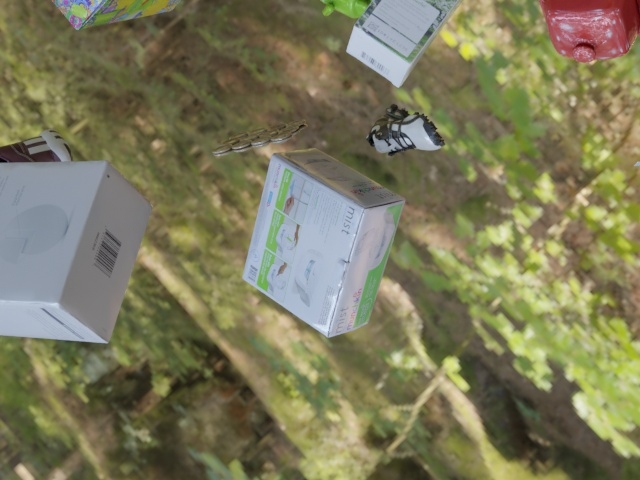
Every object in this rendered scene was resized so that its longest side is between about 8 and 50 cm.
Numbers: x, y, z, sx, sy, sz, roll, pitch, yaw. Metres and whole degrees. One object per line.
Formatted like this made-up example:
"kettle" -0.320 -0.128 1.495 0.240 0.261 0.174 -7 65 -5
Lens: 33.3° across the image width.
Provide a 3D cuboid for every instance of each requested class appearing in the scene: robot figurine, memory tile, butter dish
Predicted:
"robot figurine" 0.042 -0.415 1.789 0.115 0.101 0.067 33 176 23
"memory tile" -0.103 -0.175 1.827 0.113 0.148 0.012 -53 -51 -61
"butter dish" 0.394 -0.314 1.570 0.160 0.118 0.160 4 154 27

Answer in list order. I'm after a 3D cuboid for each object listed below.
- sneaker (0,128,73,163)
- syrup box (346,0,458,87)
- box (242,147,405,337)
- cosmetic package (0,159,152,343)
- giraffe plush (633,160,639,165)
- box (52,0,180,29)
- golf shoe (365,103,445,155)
"sneaker" -0.503 -0.047 1.737 0.106 0.163 0.281 38 128 36
"syrup box" 0.142 -0.337 1.456 0.093 0.236 0.096 35 167 2
"box" 0.000 0.000 1.924 0.231 0.261 0.127 31 -152 33
"cosmetic package" -0.391 0.014 1.519 0.225 0.224 0.138 2 153 24
"giraffe plush" 0.567 -0.204 1.644 0.181 0.210 0.170 149 116 -68
"box" -0.254 -0.482 1.575 0.177 0.290 0.279 50 -153 1
"golf shoe" 0.148 -0.179 1.888 0.077 0.094 0.198 53 172 -22
